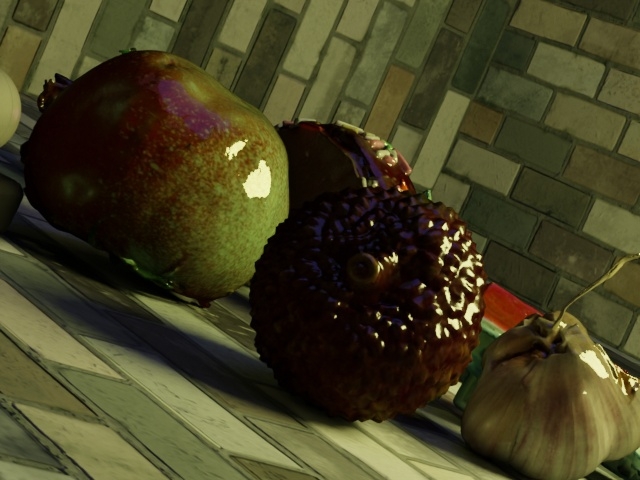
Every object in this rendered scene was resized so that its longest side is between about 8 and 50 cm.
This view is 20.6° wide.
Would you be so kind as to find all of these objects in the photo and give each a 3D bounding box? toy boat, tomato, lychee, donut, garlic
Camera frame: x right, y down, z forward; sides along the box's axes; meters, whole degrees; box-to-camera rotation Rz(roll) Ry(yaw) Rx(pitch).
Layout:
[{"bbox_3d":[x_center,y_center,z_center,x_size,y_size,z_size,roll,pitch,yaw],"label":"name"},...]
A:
[{"bbox_3d":[0.273,0.192,1.994,0.332,0.133,0.145,35,-14,-3],"label":"toy boat"},{"bbox_3d":[-0.173,-0.078,1.972,0.303,0.239,0.303,30,-2,1],"label":"tomato"},{"bbox_3d":[0.046,0.062,1.695,0.236,0.236,0.271,24,-10,3],"label":"lychee"},{"bbox_3d":[0.010,-0.020,2.199,0.136,0.259,0.345,9,13,-41],"label":"donut"},{"bbox_3d":[0.252,0.120,1.838,0.207,0.256,0.207,18,3,-1],"label":"garlic"}]

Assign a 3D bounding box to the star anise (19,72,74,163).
[{"bbox_3d":[-0.336,-0.131,2.513,0.237,0.148,0.346,45,-7,-24],"label":"star anise"}]

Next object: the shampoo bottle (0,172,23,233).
[{"bbox_3d":[-0.379,-0.054,1.804,0.098,0.071,0.309,24,4,12],"label":"shampoo bottle"}]

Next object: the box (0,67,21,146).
[{"bbox_3d":[-0.553,-0.207,2.233,0.289,0.141,0.349,23,5,12],"label":"box"}]

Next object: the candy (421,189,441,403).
[{"bbox_3d":[0.113,0.054,1.990,0.092,0.093,0.335,-5,40,12],"label":"candy"}]
